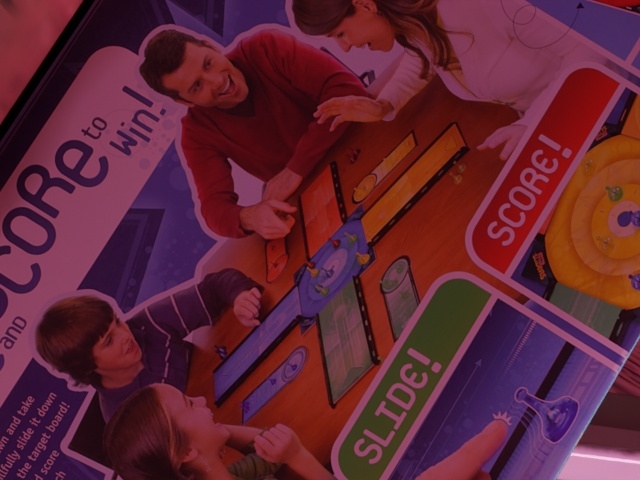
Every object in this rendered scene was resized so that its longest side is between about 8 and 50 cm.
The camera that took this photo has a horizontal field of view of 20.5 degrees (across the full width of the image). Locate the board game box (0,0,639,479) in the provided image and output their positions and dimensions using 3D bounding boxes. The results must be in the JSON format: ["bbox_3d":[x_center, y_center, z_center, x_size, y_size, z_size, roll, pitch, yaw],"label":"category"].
[{"bbox_3d":[0.000,0.000,0.377,0.201,0.136,0.035,-57,178,-9],"label":"board game box"}]

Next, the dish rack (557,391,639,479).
[{"bbox_3d":[-0.004,0.133,0.601,0.285,0.333,0.072,-57,-144,36],"label":"dish rack"}]
